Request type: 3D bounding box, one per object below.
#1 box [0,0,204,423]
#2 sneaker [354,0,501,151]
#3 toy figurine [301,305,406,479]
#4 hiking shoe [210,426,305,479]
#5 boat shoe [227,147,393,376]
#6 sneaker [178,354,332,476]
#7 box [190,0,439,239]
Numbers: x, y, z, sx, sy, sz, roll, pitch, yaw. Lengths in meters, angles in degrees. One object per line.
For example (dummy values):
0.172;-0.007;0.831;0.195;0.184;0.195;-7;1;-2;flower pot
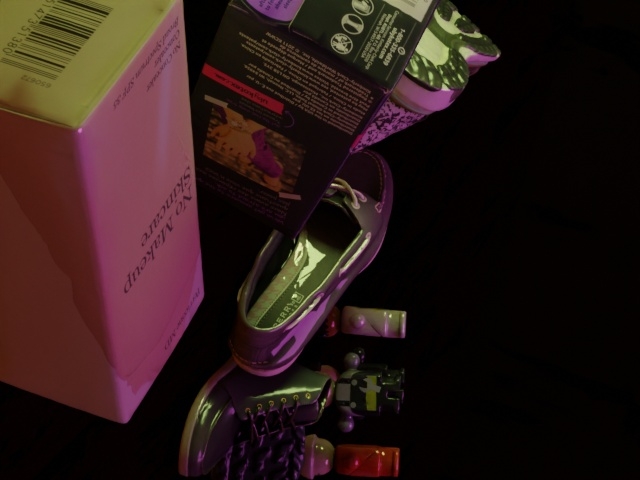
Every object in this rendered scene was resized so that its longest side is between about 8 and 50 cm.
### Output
-0.169;-0.028;1.001;0.311;0.121;0.148;90;23;-51;box
0.098;-0.215;1.826;0.182;0.158;0.410;-43;179;24;sneaker
0.036;0.198;1.933;0.209;0.148;0.213;88;7;-45;toy figurine
-0.097;0.313;1.793;0.132;0.113;0.304;-155;-104;-74;hiking shoe
-0.002;0.007;1.685;0.335;0.112;0.095;-59;166;-28;boat shoe
-0.072;0.198;1.645;0.222;0.118;0.083;-54;158;-49;sneaker
-0.014;-0.147;1.223;0.165;0.143;0.270;-62;-176;-29;box
